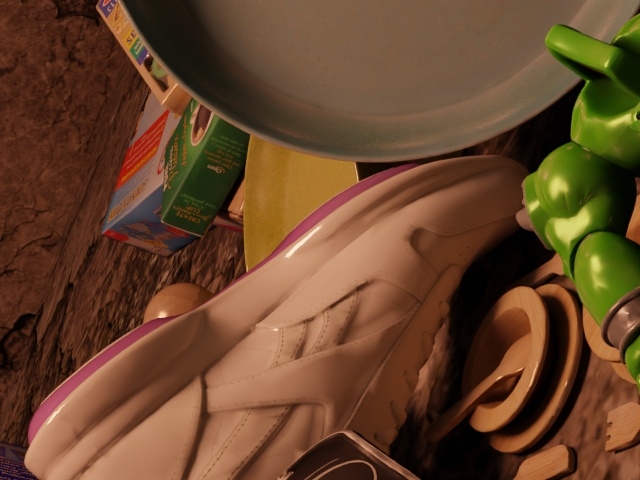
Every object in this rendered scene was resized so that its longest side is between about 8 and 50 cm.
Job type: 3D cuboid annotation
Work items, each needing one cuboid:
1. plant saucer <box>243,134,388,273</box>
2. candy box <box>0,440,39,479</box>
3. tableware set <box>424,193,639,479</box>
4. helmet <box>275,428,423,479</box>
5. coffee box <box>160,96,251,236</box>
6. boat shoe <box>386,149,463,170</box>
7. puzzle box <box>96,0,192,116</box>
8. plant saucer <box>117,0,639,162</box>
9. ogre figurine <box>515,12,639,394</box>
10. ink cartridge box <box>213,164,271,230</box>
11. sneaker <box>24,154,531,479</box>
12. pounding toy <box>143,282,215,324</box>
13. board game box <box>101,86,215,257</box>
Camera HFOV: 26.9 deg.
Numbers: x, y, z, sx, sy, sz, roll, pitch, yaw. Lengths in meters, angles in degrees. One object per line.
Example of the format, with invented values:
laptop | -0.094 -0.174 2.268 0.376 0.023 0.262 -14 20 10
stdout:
plant saucer | 0.000 0.000 0.898 0.241 0.037 0.241 178 90 -69
candy box | -0.295 0.264 1.207 0.317 0.268 0.122 -173 100 -72
tableware set | 0.114 0.037 0.616 0.194 0.039 0.128 -44 30 54
helmet | 0.016 0.179 0.549 0.161 0.169 0.169 -54 16 -7
coffee box | -0.069 -0.105 1.037 0.184 0.040 0.113 -58 22 28
boat shoe | 0.069 -0.099 0.891 0.056 0.048 0.153 -43 31 55
puzzle box | -0.064 -0.340 1.330 0.409 0.052 0.272 -54 35 12
plant saucer | 0.033 -0.201 0.732 0.044 0.318 0.317 -9 -59 -82
ogre figurine | 0.147 -0.045 0.492 0.118 0.097 0.197 38 119 46
ink cartridge box | -0.033 -0.099 1.132 0.235 0.088 0.193 10 81 71
sneaker | 0.007 0.070 0.693 0.305 0.152 0.114 -35 -10 -18
pounding toy | -0.024 0.117 0.784 0.110 0.183 0.237 -37 24 15
board game box | -0.128 -0.158 1.490 0.308 0.086 0.302 -25 47 66
